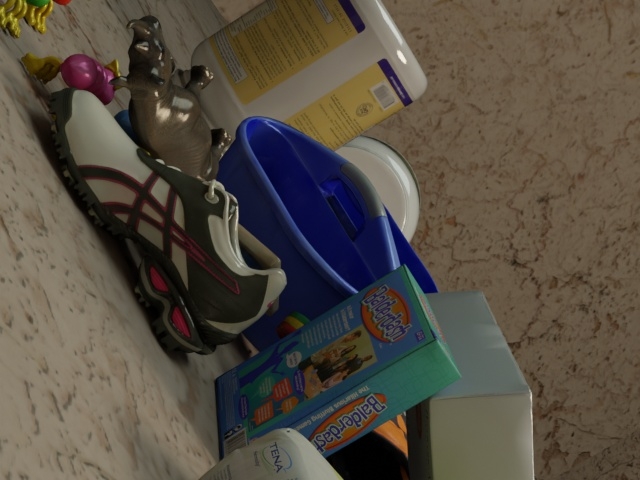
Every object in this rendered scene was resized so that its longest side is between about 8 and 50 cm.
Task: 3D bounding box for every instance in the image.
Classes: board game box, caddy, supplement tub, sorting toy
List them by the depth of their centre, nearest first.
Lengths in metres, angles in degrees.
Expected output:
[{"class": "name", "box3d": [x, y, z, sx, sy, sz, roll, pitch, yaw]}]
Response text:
[{"class": "board game box", "box3d": [0.009, 0.120, 1.139, 0.047, 0.210, 0.160, 55, 8, -22]}, {"class": "sorting toy", "box3d": [-0.109, 0.011, 1.255, 0.274, 0.046, 0.132, 41, -20, 13]}, {"class": "caddy", "box3d": [0.000, 0.000, 1.470, 0.241, 0.179, 0.341, 21, 29, -46]}, {"class": "supplement tub", "box3d": [-0.038, -0.233, 1.890, 0.241, 0.331, 0.241, 57, 7, -11]}, {"class": "supplement tub", "box3d": [0.050, -0.061, 2.187, 0.235, 0.235, 0.325, 58, 7, -1]}]

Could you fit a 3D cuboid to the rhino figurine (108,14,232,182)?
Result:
[{"class": "rhino figurine", "box3d": [-0.148, -0.128, 1.267, 0.243, 0.073, 0.106, 74, 28, -56]}]

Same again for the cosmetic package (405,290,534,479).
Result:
[{"class": "cosmetic package", "box3d": [0.140, 0.269, 1.250, 0.284, 0.097, 0.377, -104, -170, -75]}]

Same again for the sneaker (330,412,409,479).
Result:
[{"class": "sneaker", "box3d": [0.099, 0.293, 1.518, 0.321, 0.124, 0.180, 44, 15, -20]}]

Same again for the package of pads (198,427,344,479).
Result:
[{"class": "package of pads", "box3d": [0.032, 0.300, 0.956, 0.296, 0.101, 0.229, 54, 8, -38]}]

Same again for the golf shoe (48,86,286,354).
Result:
[{"class": "golf shoe", "box3d": [-0.139, -0.033, 1.160, 0.273, 0.120, 0.105, 57, 8, 3]}]

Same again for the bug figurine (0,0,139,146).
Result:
[{"class": "bug figurine", "box3d": [-0.247, -0.196, 1.302, 0.279, 0.072, 0.216, 59, 7, 7]}]
